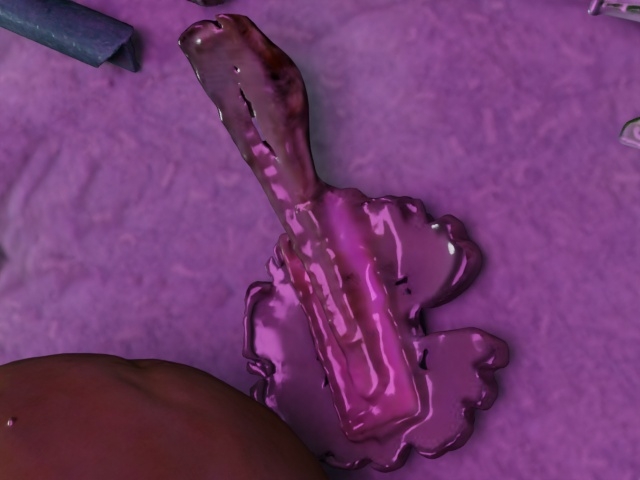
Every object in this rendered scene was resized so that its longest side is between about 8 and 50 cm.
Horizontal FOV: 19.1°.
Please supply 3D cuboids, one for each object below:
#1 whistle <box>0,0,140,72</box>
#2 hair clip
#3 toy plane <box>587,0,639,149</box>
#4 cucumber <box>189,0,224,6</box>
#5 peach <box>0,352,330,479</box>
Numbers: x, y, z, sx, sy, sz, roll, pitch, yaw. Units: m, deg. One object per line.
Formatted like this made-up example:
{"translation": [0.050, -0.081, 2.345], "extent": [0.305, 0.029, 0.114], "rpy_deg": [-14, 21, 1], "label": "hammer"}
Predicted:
{"translation": [-0.203, -0.157, 1.288], "extent": [0.186, 0.039, 0.039], "rpy_deg": [25, 98, 21], "label": "whistle"}
{"translation": [0.002, -0.003, 1.180], "extent": [0.173, 0.069, 0.300], "rpy_deg": [-22, 92, 25], "label": "hair clip"}
{"translation": [0.235, -0.107, 1.083], "extent": [0.174, 0.080, 0.174], "rpy_deg": [-1, 86, 22], "label": "toy plane"}
{"translation": [-0.099, -0.194, 1.237], "extent": [0.112, 0.064, 0.064], "rpy_deg": [24, 98, 19], "label": "cucumber"}
{"translation": [-0.127, 0.204, 1.131], "extent": [0.292, 0.247, 0.292], "rpy_deg": [-1, 88, 27], "label": "peach"}
